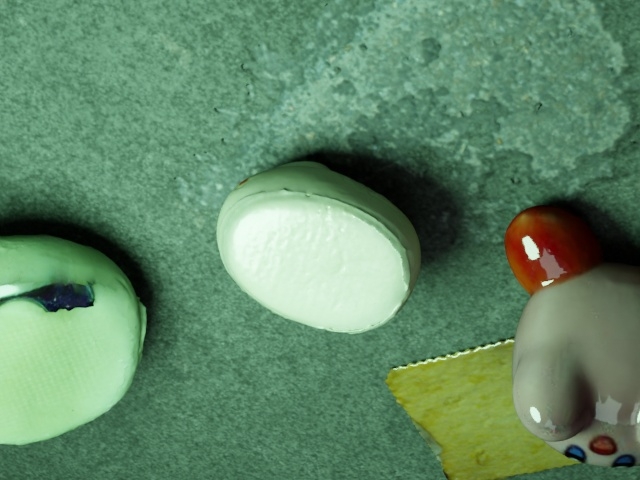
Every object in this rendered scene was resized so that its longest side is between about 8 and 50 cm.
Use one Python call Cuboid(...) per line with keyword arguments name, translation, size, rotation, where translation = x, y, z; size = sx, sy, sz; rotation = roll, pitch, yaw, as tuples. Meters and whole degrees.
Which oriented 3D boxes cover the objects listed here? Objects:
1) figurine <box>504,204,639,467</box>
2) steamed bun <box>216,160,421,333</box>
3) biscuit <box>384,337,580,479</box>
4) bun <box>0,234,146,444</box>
Cuboid(name="figurine", translation=(0.323, 0.126, 1.483), size=(0.270, 0.261, 0.211), rotation=(7, 158, 7))
Cuboid(name="steamed bun", translation=(0.000, 0.000, 1.492), size=(0.228, 0.130, 0.177), rotation=(18, 121, 0))
Cuboid(name="biscuit", translation=(0.227, 0.218, 1.695), size=(0.237, 0.013, 0.232), rotation=(-16, 123, 26))
Cuboid(name="bun", translation=(-0.364, 0.099, 1.638), size=(0.293, 0.187, 0.293), rotation=(-8, 127, -10))
